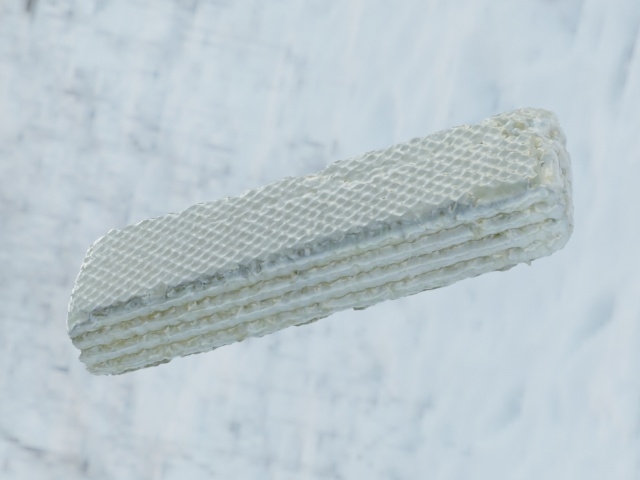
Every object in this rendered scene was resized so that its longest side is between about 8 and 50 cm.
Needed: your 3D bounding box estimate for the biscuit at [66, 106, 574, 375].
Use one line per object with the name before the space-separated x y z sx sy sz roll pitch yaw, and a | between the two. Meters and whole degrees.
biscuit | 0.000 0.000 1.564 0.144 0.426 0.078 -81 -28 -55
